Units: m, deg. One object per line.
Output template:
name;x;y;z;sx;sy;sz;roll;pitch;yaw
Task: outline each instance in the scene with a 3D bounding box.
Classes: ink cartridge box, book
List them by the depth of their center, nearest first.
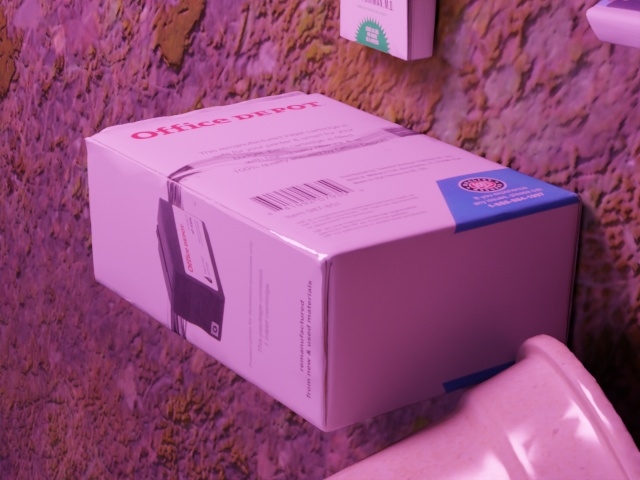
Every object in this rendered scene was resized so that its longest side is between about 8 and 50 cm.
ink cartridge box;0.000;0.000;1.115;0.307;0.223;0.129;27;123;48
book;0.049;-0.216;1.146;0.096;0.035;0.144;28;125;52

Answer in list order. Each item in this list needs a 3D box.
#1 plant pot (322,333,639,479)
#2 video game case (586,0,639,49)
plant pot;0.055;0.265;0.946;0.334;0.305;0.334;160;90;-84
video game case;0.238;-0.141;0.718;0.023;0.183;0.201;58;177;-17
